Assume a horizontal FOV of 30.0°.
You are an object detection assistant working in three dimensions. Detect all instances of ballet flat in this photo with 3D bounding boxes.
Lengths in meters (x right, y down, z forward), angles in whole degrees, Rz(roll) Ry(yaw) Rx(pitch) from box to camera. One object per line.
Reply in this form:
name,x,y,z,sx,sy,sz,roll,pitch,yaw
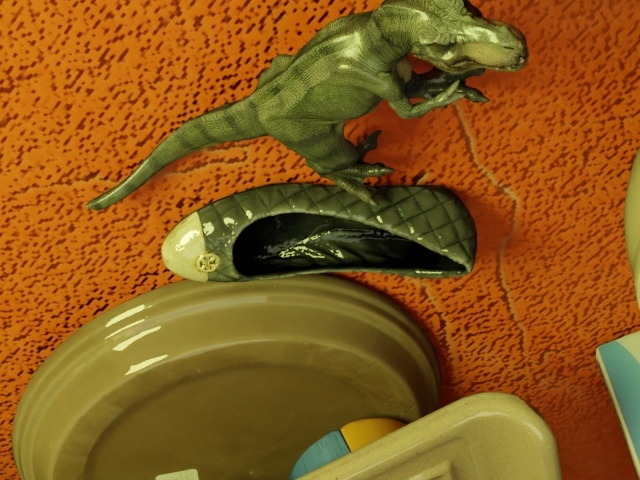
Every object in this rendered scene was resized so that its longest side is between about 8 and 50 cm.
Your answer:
ballet flat,0.000,0.000,0.648,0.173,0.049,0.057,-6,135,-3

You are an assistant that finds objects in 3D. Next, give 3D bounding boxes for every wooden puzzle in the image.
wooden puzzle,-0.009,0.239,0.780,0.348,0.080,0.322,-21,136,-2

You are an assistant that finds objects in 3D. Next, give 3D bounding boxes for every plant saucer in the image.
plant saucer,-0.053,0.129,0.759,0.278,0.041,0.278,-8,135,-9

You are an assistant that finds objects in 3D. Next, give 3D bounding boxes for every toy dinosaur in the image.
toy dinosaur,0.007,-0.061,0.570,0.118,0.064,0.268,4,162,-42

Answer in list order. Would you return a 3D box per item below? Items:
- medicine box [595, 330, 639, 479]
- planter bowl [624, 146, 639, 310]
medicine box,0.312,0.219,0.764,0.149,0.263,0.289,-22,134,12
planter bowl,0.227,-0.029,0.611,0.162,0.109,0.162,-4,135,-4
